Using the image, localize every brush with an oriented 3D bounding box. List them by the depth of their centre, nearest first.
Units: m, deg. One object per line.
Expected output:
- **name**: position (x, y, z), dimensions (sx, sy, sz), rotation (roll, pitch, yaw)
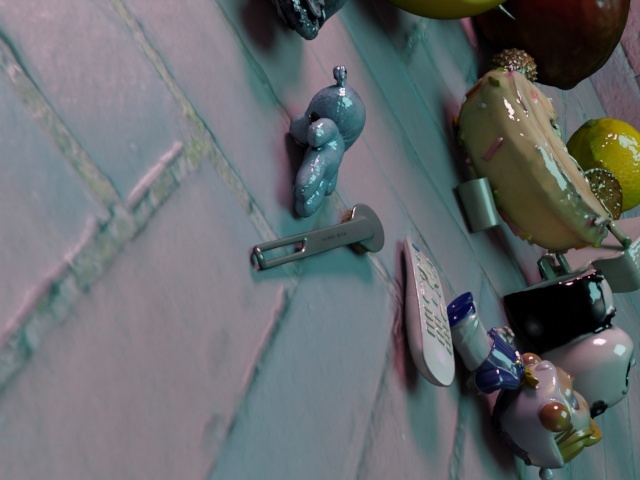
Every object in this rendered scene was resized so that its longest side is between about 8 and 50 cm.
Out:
- **brush**: position (0.000, 0.000, 0.883), dimensions (0.266, 0.027, 0.062), rotation (-14, 82, -59)

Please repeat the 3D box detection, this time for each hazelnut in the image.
- **hazelnut**: position (0.537, -0.555, 1.907), dimensions (0.421, 0.353, 0.421), rotation (56, -11, 16)

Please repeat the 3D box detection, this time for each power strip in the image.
- **power strip**: position (0.517, 0.038, 1.580), dimensions (0.261, 0.229, 0.141), rotation (-37, 102, -27)

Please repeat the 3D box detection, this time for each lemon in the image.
- **lemon**: position (0.769, -0.195, 2.190), dimensions (0.288, 0.233, 0.233), rotation (66, 26, -22)

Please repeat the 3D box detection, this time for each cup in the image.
- **cup**: position (0.260, -0.056, 1.373), dimensions (0.054, 0.075, 0.083), rotation (-13, 83, -25)

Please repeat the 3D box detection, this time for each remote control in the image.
- **remote control**: position (0.127, 0.089, 1.021), dimensions (0.073, 0.044, 0.229), rotation (41, 28, -31)

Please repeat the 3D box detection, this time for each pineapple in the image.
- **pineapple**: position (0.394, -0.327, 1.748), dimensions (0.125, 0.125, 0.251), rotation (60, 32, -15)

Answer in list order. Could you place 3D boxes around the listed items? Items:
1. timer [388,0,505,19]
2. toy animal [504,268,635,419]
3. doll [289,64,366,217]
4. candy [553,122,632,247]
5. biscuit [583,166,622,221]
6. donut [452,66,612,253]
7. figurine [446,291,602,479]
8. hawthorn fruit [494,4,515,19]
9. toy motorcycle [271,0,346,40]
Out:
- **timer**: position (0.193, -0.552, 1.325), dimensions (0.376, 0.376, 0.387), rotation (33, 25, -47)
- **toy animal**: position (0.429, 0.169, 1.366), dimensions (0.187, 0.165, 0.235), rotation (4, 63, -79)
- **doll**: position (-0.007, -0.106, 0.911), dimensions (0.120, 0.075, 0.179), rotation (93, 22, -52)
- **candy**: position (0.499, -0.121, 1.641), dimensions (0.119, 0.119, 0.440), rotation (43, 14, -38)
- **biscuit**: position (0.685, -0.092, 2.058), dimensions (0.188, 0.027, 0.187), rotation (-3, 98, -25)
- **donut**: position (0.371, -0.150, 1.484), dimensions (0.307, 0.150, 0.371), rotation (29, 37, -44)
- **figurine**: position (0.264, 0.199, 1.102), dimensions (0.274, 0.133, 0.194), rotation (42, 13, -30)
- **hawthorn fruit**: position (0.304, -0.593, 1.648), dimensions (0.261, 0.258, 0.258), rotation (93, -2, -52)
- **toy motorcycle**: position (-0.048, -0.368, 0.990), dimensions (0.173, 0.108, 0.307), rotation (12, 58, -68)
